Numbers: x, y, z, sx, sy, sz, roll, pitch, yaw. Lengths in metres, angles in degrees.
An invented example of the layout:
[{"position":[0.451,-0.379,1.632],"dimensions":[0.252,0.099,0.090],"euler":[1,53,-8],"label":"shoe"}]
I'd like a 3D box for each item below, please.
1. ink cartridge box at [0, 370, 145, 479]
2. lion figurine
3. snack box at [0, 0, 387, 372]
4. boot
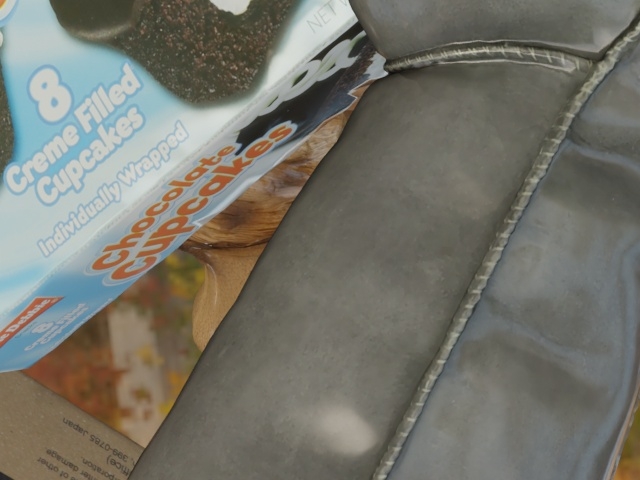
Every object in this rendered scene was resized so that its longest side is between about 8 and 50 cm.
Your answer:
[{"position":[-0.137,0.172,0.758],"dimensions":[0.193,0.088,0.235],"euler":[33,132,-16],"label":"ink cartridge box"},{"position":[-0.028,0.008,1.162],"dimensions":[0.240,0.142,0.392],"euler":[-10,136,-8],"label":"lion figurine"},{"position":[-0.048,-0.120,0.565],"dimensions":[0.322,0.187,0.060],"euler":[-39,163,23],"label":"snack box"},{"position":[-0.001,0.000,0.367],"dimensions":[0.190,0.208,0.076],"euler":[33,179,-4],"label":"boot"}]
